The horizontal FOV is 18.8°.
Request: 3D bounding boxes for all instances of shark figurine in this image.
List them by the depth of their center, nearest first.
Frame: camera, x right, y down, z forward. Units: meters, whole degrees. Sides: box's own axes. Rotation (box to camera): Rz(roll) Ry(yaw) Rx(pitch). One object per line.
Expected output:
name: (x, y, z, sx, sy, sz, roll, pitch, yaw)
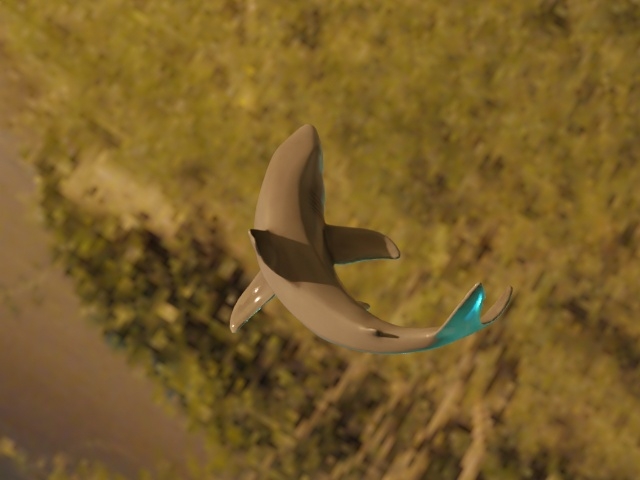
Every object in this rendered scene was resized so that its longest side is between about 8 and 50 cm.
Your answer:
shark figurine: (0.002, 0.025, 1.442, 0.278, 0.166, 0.116, 41, 180, 41)
